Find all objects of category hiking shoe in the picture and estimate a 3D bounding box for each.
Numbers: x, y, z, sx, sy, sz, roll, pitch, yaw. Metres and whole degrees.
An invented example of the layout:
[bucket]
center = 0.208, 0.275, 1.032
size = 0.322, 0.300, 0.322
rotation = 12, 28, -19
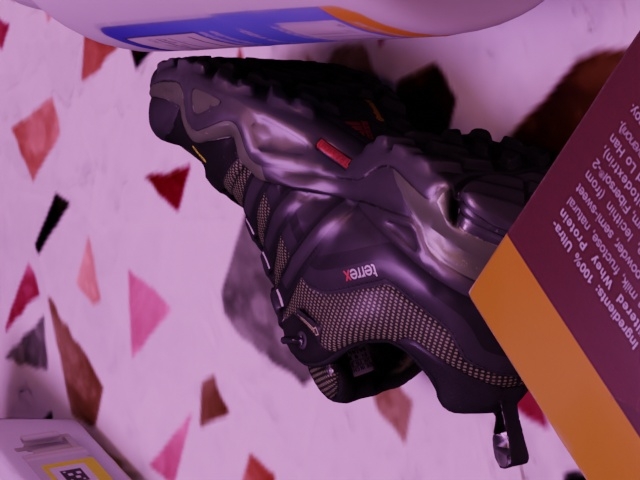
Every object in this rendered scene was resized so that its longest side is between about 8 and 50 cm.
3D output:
[hiking shoe]
center = 0.000, 0.000, 0.703
size = 0.227, 0.086, 0.114
rotation = 29, 114, 50

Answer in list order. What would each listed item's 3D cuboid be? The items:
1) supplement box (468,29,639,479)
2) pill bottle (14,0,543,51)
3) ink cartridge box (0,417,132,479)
[supplement box]
center = 0.170, -0.012, 0.362
size = 0.129, 0.191, 0.194
rotation = 60, 137, 32
[pill bottle]
center = -0.034, -0.144, 0.680
size = 0.272, 0.152, 0.152
rotation = 6, 99, 55
[ink cartridge box]
center = -0.135, 0.254, 0.945
size = 0.307, 0.072, 0.303
rotation = 40, 126, 49
